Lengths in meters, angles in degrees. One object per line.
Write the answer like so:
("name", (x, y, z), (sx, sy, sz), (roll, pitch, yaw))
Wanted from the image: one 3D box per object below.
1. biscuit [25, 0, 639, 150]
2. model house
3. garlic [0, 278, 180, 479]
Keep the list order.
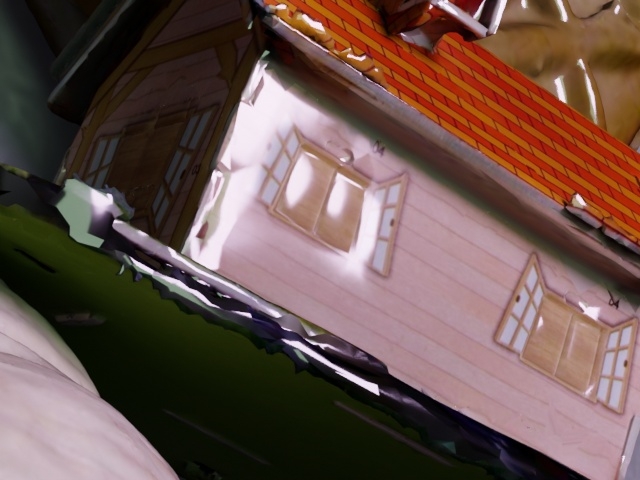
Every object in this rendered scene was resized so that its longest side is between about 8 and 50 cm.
("biscuit", (0.013, -0.152, 0.753), (0.332, 0.103, 0.332), (12, 69, -33))
("model house", (0.000, -0.001, 0.613), (0.294, 0.207, 0.154), (31, 70, -27))
("garlic", (-0.135, 0.051, 0.436), (0.218, 0.218, 0.212), (-33, 134, -39))
